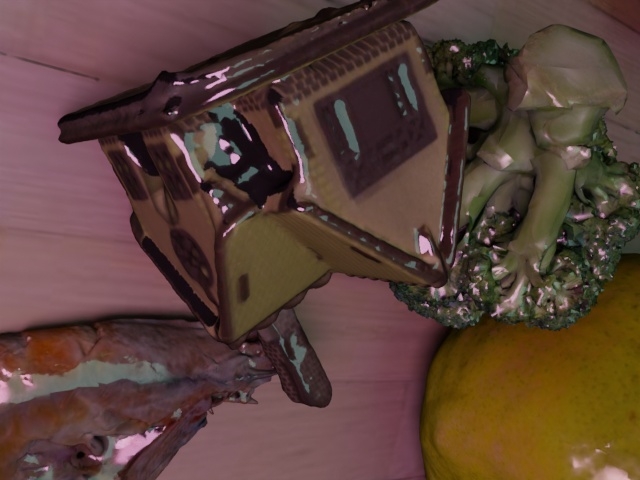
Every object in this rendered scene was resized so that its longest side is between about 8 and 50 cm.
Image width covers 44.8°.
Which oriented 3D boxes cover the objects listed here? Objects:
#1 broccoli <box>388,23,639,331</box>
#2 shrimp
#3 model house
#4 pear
[{"bbox_3d":[0.136,-0.059,0.612,0.270,0.270,0.270,-43,168,-23],"label":"broccoli"},{"bbox_3d":[-0.138,0.134,0.568,0.317,0.062,0.164,-7,111,-35],"label":"shrimp"},{"bbox_3d":[0.000,0.000,0.507,0.205,0.218,0.278,-32,109,-28],"label":"model house"},{"bbox_3d":[0.293,0.186,0.748,0.391,0.391,0.391,-12,110,-38],"label":"pear"}]
